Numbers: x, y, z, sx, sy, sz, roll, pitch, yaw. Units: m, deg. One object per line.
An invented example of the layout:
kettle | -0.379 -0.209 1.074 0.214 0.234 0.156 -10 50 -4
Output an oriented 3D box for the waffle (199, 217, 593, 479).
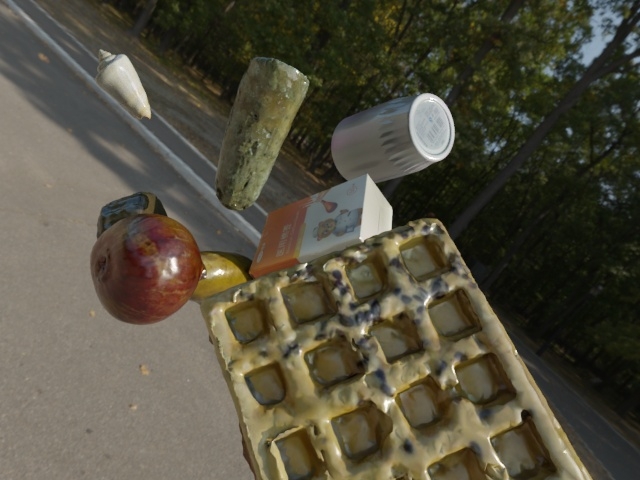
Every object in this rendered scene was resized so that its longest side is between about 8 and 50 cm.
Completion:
waffle | 0.064 0.183 0.350 0.114 0.261 0.376 88 -20 -66

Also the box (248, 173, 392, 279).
box | 0.000 0.000 1.049 0.143 0.341 0.225 47 39 -35

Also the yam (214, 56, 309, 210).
yam | -0.136 -0.210 0.851 0.133 0.330 0.133 21 23 -9

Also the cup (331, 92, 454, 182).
cup | 0.229 -0.330 1.342 0.253 0.253 0.371 34 -20 -27

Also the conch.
conch | -0.482 -0.381 1.001 0.176 0.104 0.094 50 21 -35

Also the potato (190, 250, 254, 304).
potato | -0.279 0.101 1.091 0.195 0.176 0.369 22 -9 10

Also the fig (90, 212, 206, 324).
fig | -0.293 0.051 0.715 0.205 0.205 0.205 38 9 -7

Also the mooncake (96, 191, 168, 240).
mooncake | -0.459 -0.004 1.028 0.228 0.124 0.228 167 -90 -86
